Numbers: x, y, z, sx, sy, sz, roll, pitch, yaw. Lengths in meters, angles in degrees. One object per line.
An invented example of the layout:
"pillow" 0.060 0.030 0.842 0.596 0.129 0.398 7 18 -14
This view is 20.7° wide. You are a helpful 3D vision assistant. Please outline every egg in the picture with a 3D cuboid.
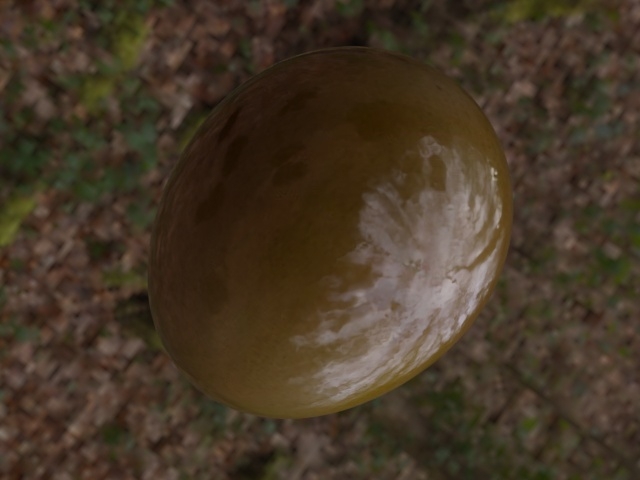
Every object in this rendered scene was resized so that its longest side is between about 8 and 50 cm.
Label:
"egg" 0.000 0.000 1.317 0.322 0.250 0.250 -45 173 36
